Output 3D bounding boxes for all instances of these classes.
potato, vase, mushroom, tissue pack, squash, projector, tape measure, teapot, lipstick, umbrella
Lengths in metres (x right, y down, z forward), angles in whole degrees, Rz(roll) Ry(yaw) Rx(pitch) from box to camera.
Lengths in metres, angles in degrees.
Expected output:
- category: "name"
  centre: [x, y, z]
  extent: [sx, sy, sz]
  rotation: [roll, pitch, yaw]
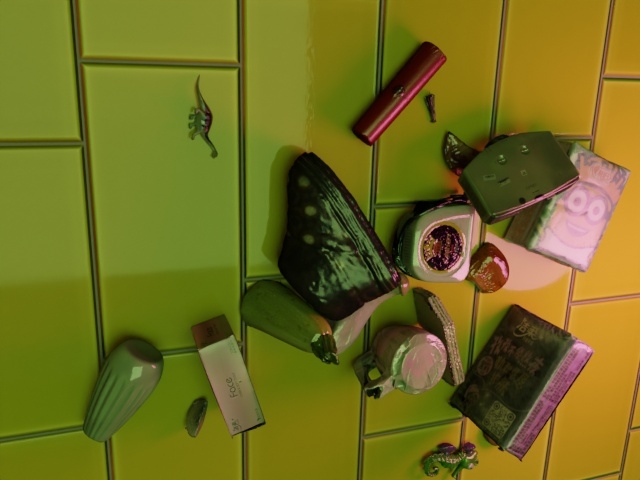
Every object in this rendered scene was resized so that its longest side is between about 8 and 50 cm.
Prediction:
- category: "potato"
  centre: [-0.307, 0.438, 1.497]
  extent: [0.037, 0.036, 0.093]
  rotation: [15, 80, 13]
- category: "vase"
  centre: [-0.458, 0.347, 1.371]
  extent: [0.128, 0.128, 0.248]
  rotation: [27, 104, -24]
- category: "mushroom"
  centre: [0.100, 0.164, 1.520]
  extent: [0.270, 0.118, 0.103]
  rotation: [-43, 151, -3]
- category: "tissue pack"
  centre: [0.546, 0.379, 1.664]
  extent: [0.122, 0.259, 0.361]
  rotation: [33, 91, -28]
- category: "squash"
  centre: [-0.043, 0.194, 1.420]
  extent: [0.137, 0.288, 0.137]
  rotation: [-28, 129, -42]
- category: "projector"
  centre: [0.485, -0.168, 1.512]
  extent: [0.270, 0.088, 0.193]
  rotation: [-24, 73, -12]
- category: "tape measure"
  centre: [0.284, -0.014, 1.542]
  extent: [0.207, 0.115, 0.235]
  rotation: [3, 96, -21]
- category: "tissue pack"
  centre: [-0.220, 0.319, 1.432]
  extent: [0.093, 0.148, 0.246]
  rotation: [-21, 109, -12]
- category: "teapot"
  centre: [0.203, 0.321, 1.570]
  extent: [0.163, 0.178, 0.221]
  rotation: [38, 84, -23]
- category: "lipstick"
  centre: [0.186, -0.348, 1.431]
  extent: [0.073, 0.073, 0.279]
  rotation: [41, 88, -25]
- category: "umbrella"
  centre: [0.276, -0.332, 1.496]
  extent: [0.031, 0.020, 0.083]
  rotation: [-43, 122, -48]
- category: "tissue pack"
  centre: [0.679, -0.093, 1.651]
  extent: [0.228, 0.128, 0.310]
  rotation: [20, 96, -24]

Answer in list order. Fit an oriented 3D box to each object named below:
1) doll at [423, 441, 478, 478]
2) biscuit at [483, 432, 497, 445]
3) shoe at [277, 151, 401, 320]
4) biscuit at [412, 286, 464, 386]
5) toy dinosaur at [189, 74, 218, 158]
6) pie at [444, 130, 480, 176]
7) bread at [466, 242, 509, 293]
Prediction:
- category: "doll"
  centre: [0.391, 0.662, 1.802]
  extent: [0.190, 0.050, 0.115]
  rotation: [5, 96, -19]
- category: "biscuit"
  centre: [0.602, 0.497, 1.834]
  extent: [0.197, 0.049, 0.301]
  rotation: [31, 94, -22]
- category: "shoe"
  centre: [0.000, 0.000, 1.405]
  extent: [0.237, 0.171, 0.383]
  rotation: [-32, 100, 6]
- category: "biscuit"
  centre: [0.312, 0.254, 1.606]
  extent: [0.046, 0.147, 0.249]
  rotation: [-20, 109, -17]
- category: "toy dinosaur"
  centre: [-0.263, -0.265, 1.312]
  extent: [0.058, 0.037, 0.180]
  rotation: [-23, 121, -38]
- category: "pie"
  centre: [0.379, -0.207, 1.559]
  extent: [0.170, 0.034, 0.092]
  rotation: [21, 93, -24]
- category: "bread"
  centre: [0.469, 0.083, 1.670]
  extent: [0.126, 0.044, 0.129]
  rotation: [-47, 118, -1]
